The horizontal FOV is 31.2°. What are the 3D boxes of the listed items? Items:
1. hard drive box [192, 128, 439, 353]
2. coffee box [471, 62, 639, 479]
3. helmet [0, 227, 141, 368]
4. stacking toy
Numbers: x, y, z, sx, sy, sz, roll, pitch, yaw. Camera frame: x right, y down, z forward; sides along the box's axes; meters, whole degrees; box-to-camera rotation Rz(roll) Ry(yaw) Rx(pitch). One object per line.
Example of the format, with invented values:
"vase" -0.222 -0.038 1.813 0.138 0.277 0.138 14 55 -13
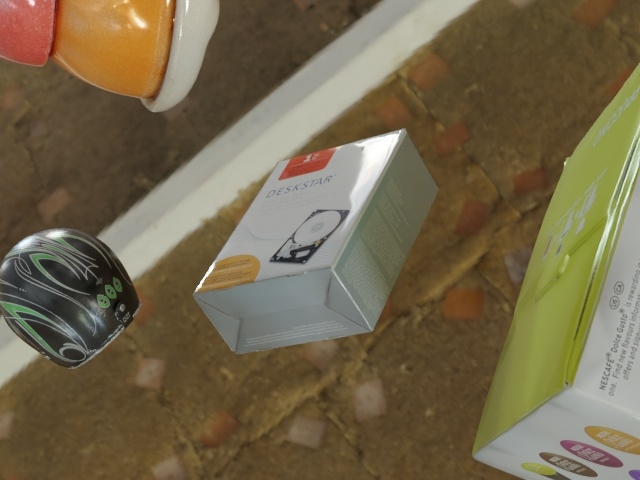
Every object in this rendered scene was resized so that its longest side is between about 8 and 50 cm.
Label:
"hard drive box" 0.000 0.000 1.208 0.181 0.089 0.232 -13 -148 34
"coffee box" 0.358 0.065 0.968 0.334 0.338 0.338 21 -109 3
"helmet" -0.326 0.063 1.450 0.169 0.161 0.169 -38 -165 12
"stacking toy" -0.359 -0.306 1.159 0.479 0.351 0.351 -2 -127 -19
